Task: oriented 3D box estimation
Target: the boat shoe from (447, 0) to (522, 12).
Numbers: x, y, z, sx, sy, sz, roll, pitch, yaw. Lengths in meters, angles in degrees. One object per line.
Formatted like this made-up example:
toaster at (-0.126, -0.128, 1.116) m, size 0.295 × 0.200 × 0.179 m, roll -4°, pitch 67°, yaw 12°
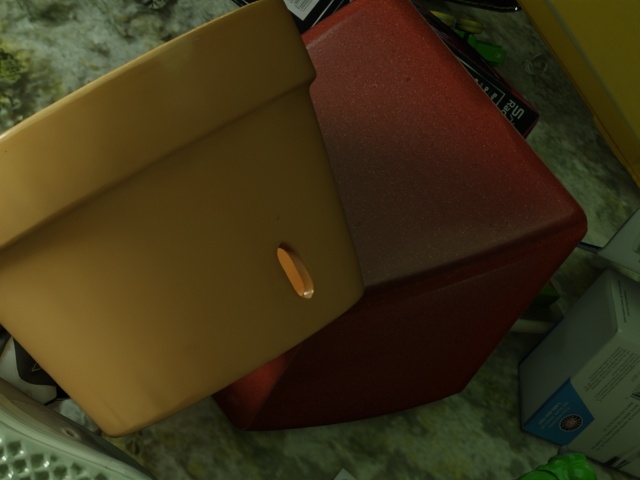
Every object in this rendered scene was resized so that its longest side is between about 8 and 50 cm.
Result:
boat shoe at (0.079, -0.295, 1.942) m, size 0.342 × 0.123 × 0.123 m, roll 19°, pitch 52°, yaw -19°

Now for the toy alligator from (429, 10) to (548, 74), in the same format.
toy alligator at (0.151, -0.203, 1.954) m, size 0.189 × 0.056 × 0.051 m, roll 10°, pitch 5°, yaw -31°

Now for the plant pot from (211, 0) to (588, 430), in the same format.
plant pot at (0.000, 0.000, 1.481) m, size 0.235 × 0.267 × 0.267 m, roll -24°, pitch 68°, yaw -36°

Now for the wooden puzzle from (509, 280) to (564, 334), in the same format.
wooden puzzle at (0.135, -0.011, 1.703) m, size 0.221 × 0.044 × 0.239 m, roll 8°, pitch 43°, yaw -56°

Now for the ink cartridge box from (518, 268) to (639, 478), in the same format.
ink cartridge box at (0.300, 0.133, 1.650) m, size 0.203 × 0.148 × 0.086 m, roll 24°, pitch 38°, yaw -19°

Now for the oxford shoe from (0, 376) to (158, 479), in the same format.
oxford shoe at (-0.259, 0.142, 1.229) m, size 0.449 × 0.130 × 0.169 m, roll 31°, pitch 83°, yaw 2°

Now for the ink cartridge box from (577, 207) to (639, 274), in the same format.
ink cartridge box at (0.371, 0.036, 1.688) m, size 0.307 × 0.072 × 0.303 m, roll 29°, pitch 6°, yaw 21°

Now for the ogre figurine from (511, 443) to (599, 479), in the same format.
ogre figurine at (0.225, 0.253, 1.515) m, size 0.197 × 0.097 × 0.118 m, roll 32°, pitch 49°, yaw 11°

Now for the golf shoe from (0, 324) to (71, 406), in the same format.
golf shoe at (-0.196, 0.077, 1.356) m, size 0.094 × 0.077 × 0.198 m, roll 43°, pitch 23°, yaw 4°

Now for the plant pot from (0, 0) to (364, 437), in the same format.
plant pot at (-0.102, -0.005, 1.233) m, size 0.291 × 0.291 × 0.203 m, roll -34°, pitch 95°, yaw -51°

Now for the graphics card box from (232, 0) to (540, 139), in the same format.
graphics card box at (0.013, -0.214, 1.682) m, size 0.371 × 0.094 × 0.233 m, roll 34°, pitch 12°, yaw -21°

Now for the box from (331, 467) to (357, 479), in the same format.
box at (0.020, 0.234, 1.424) m, size 0.081 × 0.028 × 0.136 m, roll 40°, pitch 40°, yaw 3°

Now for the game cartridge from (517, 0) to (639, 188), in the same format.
game cartridge at (0.354, -0.229, 2.018) m, size 0.285 × 0.052 × 0.324 m, roll -45°, pitch 107°, yaw -40°
